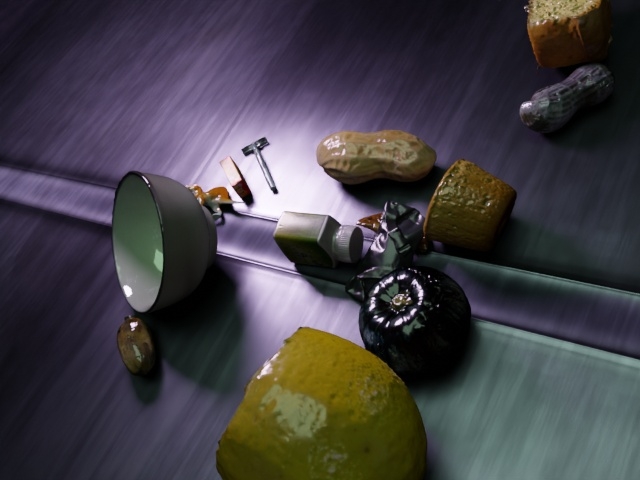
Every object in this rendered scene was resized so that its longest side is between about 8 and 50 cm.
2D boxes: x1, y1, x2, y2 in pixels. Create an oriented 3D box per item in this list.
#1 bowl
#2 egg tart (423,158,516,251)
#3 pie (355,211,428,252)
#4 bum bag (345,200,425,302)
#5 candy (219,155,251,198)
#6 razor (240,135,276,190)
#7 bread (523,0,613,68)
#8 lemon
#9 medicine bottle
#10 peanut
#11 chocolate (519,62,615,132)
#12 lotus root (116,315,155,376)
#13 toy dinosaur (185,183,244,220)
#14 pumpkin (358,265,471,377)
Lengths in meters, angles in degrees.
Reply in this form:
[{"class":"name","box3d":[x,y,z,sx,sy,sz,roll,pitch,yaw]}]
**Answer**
[{"class":"bowl","box3d":[-0.382,-0.001,1.513,0.185,0.353,0.354,-5,37,-38]},{"class":"egg tart","box3d":[0.330,-0.063,1.306,0.147,0.202,0.202,27,70,20]},{"class":"pie","box3d":[0.187,-0.028,1.427,0.191,0.033,0.088,25,58,27]},{"class":"bum bag","box3d":[0.152,0.033,1.360,0.123,0.060,0.248,22,88,27]},{"class":"candy","box3d":[-0.243,-0.181,1.704,0.038,0.062,0.122,-32,50,2]},{"class":"razor","box3d":[-0.166,-0.218,1.714,0.084,0.036,0.211,-29,49,4]},{"class":"bread","box3d":[0.623,-0.531,1.496,0.194,0.179,0.340,-5,37,27]},{"class":"lemon","box3d":[0.024,0.352,1.039,0.364,0.364,0.364,-12,53,16]},{"class":"medicine bottle","box3d":[0.000,0.000,1.422,0.189,0.132,0.088,6,59,27]},{"class":"peanut","box3d":[0.136,-0.209,1.514,0.313,0.149,0.149,3,57,17]},{"class":"chocolate","box3d":[0.593,-0.340,1.430,0.248,0.110,0.110,-30,50,1]},{"class":"lotus root","box3d":[-0.449,0.259,1.466,0.089,0.080,0.179,-43,51,18]},{"class":"toy dinosaur","box3d":[-0.301,-0.118,1.702,0.212,0.057,0.142,-1,36,10]},{"class":"pumpkin","box3d":[0.189,0.160,1.205,0.233,0.163,0.233,-20,42,19]}]
